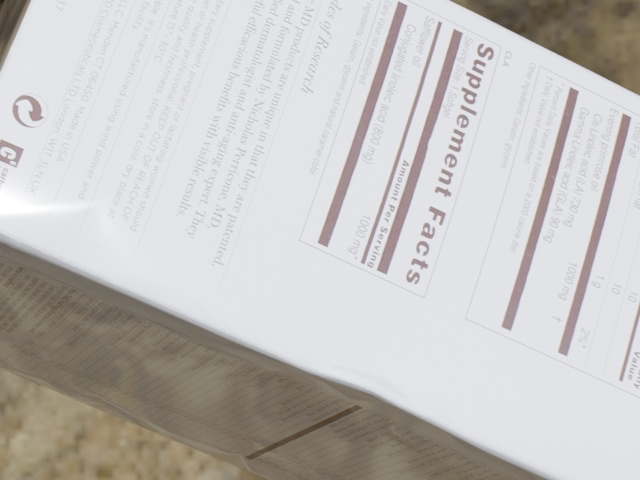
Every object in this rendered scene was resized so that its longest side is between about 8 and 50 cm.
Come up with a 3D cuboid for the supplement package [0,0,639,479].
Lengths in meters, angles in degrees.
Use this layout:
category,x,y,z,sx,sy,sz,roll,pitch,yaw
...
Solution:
category,x,y,z,sx,sy,sz,roll,pitch,yaw
supplement package,0.000,0.000,0.601,0.244,0.139,0.134,25,68,-15
